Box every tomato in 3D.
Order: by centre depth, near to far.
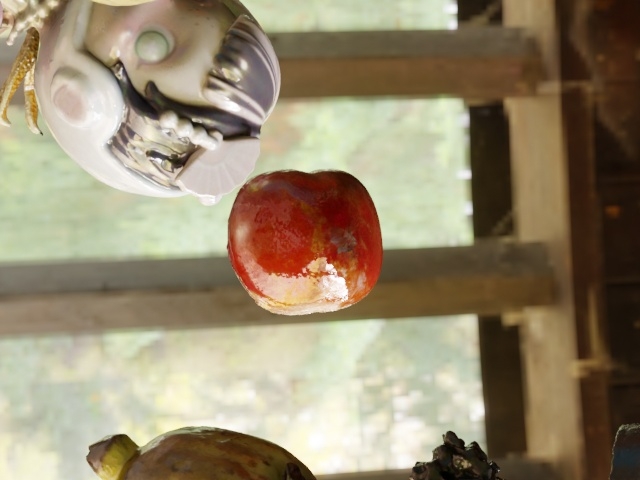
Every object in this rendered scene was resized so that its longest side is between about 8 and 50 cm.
[{"bbox_3d":[0.000,0.000,2.347,0.140,0.233,0.200,-2,-86,58],"label":"tomato"}]

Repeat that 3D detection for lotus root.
[{"bbox_3d":[-0.109,0.277,1.850,0.169,0.314,0.141,-30,132,-59],"label":"lotus root"}]

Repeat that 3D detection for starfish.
[{"bbox_3d":[-0.279,-0.210,1.806,0.138,0.050,0.247,94,21,-69],"label":"starfish"}]

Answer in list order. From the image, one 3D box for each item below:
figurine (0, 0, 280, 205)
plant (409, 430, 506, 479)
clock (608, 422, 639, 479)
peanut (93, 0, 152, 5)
[{"bbox_3d":[-0.206,-0.193,1.683,0.253,0.361,0.211,-63,-172,-27],"label":"figurine"},{"bbox_3d":[0.128,0.225,1.309,0.087,0.085,0.174,-34,-99,44],"label":"plant"},{"bbox_3d":[0.337,0.283,1.851,0.184,0.040,0.184,1,90,-72],"label":"clock"},{"bbox_3d":[-0.201,-0.269,1.398,0.313,0.149,0.149,29,-57,52],"label":"peanut"}]
